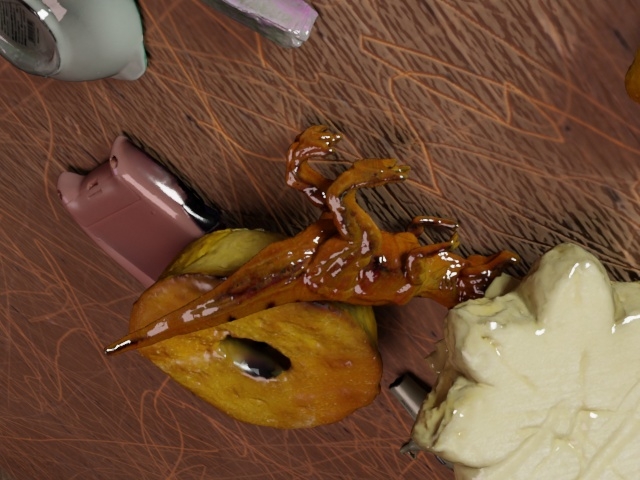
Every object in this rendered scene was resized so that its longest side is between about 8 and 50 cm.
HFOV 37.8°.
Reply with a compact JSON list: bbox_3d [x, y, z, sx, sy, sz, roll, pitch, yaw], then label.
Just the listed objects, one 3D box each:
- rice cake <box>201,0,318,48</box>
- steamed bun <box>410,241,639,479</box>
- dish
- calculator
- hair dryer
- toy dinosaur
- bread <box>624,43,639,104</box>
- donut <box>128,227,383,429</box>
[{"bbox_3d":[-0.096,-0.230,0.809,0.206,0.047,0.036,32,161,1],"label":"rice cake"},{"bbox_3d":[0.217,0.133,0.890,0.295,0.137,0.292,-14,112,-6],"label":"steamed bun"},{"bbox_3d":[-0.270,-0.229,0.910,0.224,0.078,0.246,40,145,-11],"label":"dish"},{"bbox_3d":[-0.178,0.016,1.177,0.329,0.048,0.220,44,142,-22],"label":"calculator"},{"bbox_3d":[0.126,0.240,1.245,0.167,0.067,0.199,54,155,-16],"label":"hair dryer"},{"bbox_3d":[0.000,0.000,0.915,0.432,0.097,0.208,-2,115,-2],"label":"toy dinosaur"},{"bbox_3d":[0.287,-0.161,0.576,0.139,0.077,0.271,28,149,9],"label":"bread"},{"bbox_3d":[-0.068,0.101,1.101,0.303,0.110,0.303,7,138,6],"label":"donut"}]
